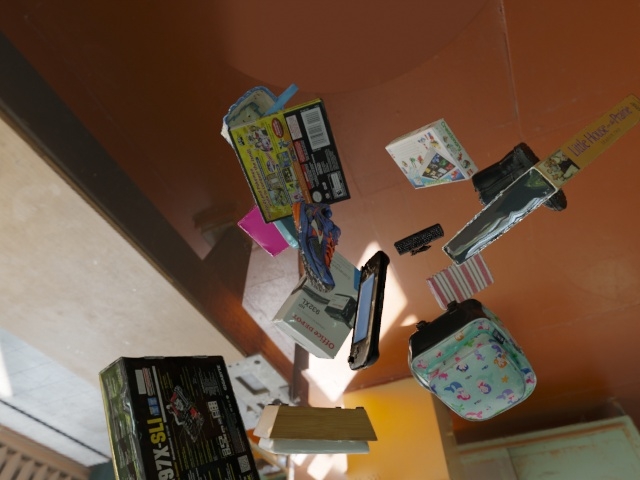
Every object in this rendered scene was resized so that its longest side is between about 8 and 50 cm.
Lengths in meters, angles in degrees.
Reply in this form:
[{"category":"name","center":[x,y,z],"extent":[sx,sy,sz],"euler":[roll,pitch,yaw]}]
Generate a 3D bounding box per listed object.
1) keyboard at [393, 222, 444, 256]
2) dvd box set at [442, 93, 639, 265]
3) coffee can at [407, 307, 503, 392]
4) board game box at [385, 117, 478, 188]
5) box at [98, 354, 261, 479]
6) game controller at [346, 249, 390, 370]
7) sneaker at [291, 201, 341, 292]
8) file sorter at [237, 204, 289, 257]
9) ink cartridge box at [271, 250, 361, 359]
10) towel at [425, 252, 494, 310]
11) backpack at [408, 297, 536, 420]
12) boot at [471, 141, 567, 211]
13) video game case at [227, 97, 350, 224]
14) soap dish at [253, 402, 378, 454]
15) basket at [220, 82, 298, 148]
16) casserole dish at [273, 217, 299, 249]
[{"category":"keyboard","center":[0.388,0.011,1.621],"extent":[0.192,0.038,0.100],"euler":[-26,127,18]},{"category":"dvd box set","center":[0.479,-0.126,0.908],"extent":[0.062,0.420,0.307],"euler":[51,151,14]},{"category":"coffee can","center":[0.431,0.349,1.344],"extent":[0.201,0.201,0.275],"euler":[14,141,-11]},{"category":"board game box","center":[0.350,-0.270,1.372],"extent":[0.053,0.305,0.193],"euler":[-43,103,-13]},{"category":"box","center":[-0.244,0.372,0.769],"extent":[0.079,0.322,0.257],"euler":[-35,153,20]},{"category":"game controller","center":[0.129,0.186,1.133],"extent":[0.067,0.319,0.166],"euler":[11,154,-1]},{"category":"sneaker","center":[0.000,0.000,0.804],"extent":[0.087,0.221,0.083],"euler":[-13,142,-1]},{"category":"file sorter","center":[-0.140,-0.117,1.679],"extent":[0.290,0.182,0.202],"euler":[-35,110,31]},{"category":"ink cartridge box","center":[0.018,0.216,1.440],"extent":[0.223,0.307,0.129],"euler":[40,156,-10]},{"category":"towel","center":[0.454,0.128,1.370],"extent":[0.197,0.029,0.144],"euler":[-32,114,4]},{"category":"backpack","center":[0.357,0.292,0.969],"extent":[0.225,0.191,0.253],"euler":[-40,109,18]},{"category":"boot","center":[0.619,-0.156,1.334],"extent":[0.094,0.246,0.207],"euler":[-22,165,-40]},{"category":"video game case","center":[-0.075,-0.199,1.099],"extent":[0.248,0.035,0.275],"euler":[-17,118,4]},{"category":"soap dish","center":[-0.021,0.515,1.158],"extent":[0.291,0.118,0.229],"euler":[9,157,-15]},{"category":"basket","center":[-0.209,-0.422,1.476],"extent":[0.201,0.255,0.289],"euler":[45,161,-16]},{"category":"casserole dish","center":[-0.083,-0.037,1.240],"extent":[0.114,0.188,0.037],"euler":[0,136,-54]}]
